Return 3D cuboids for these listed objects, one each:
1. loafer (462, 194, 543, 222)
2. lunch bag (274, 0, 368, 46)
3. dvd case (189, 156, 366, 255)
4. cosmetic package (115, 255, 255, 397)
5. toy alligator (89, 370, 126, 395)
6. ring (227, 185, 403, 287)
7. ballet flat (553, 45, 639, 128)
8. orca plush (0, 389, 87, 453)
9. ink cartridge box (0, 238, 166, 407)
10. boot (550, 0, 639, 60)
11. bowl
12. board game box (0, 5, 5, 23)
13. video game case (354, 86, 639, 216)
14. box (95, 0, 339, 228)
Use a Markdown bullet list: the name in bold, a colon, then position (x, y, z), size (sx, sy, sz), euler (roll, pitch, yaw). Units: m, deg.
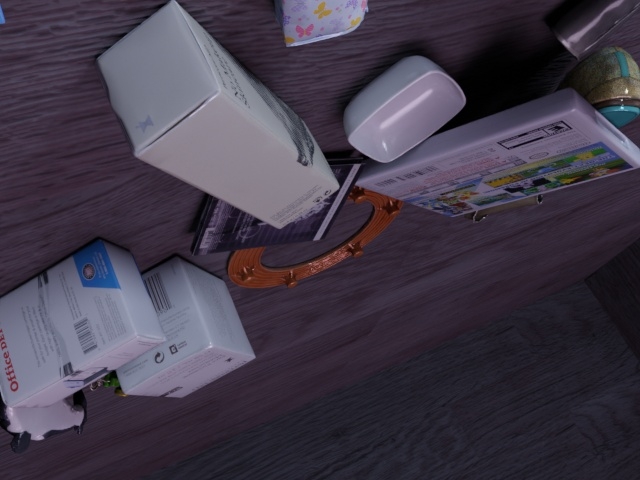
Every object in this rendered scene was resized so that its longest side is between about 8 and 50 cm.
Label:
- **loafer**: position (0.391, -0.105, 1.238), size (0.251, 0.087, 0.094), euler (-36, 158, 21)
- **lunch bag**: position (0.002, -0.218, 0.558), size (0.083, 0.053, 0.071), euler (-14, 155, -7)
- **dvd case**: position (-0.059, -0.048, 0.880), size (0.221, 0.018, 0.164), euler (-7, 143, -33)
- **cosmetic package**: position (-0.220, 0.141, 0.982), size (0.151, 0.151, 0.183), euler (-29, 159, 6)
- **toy alligator**: position (-0.389, 0.265, 1.215), size (0.051, 0.056, 0.190), euler (8, 174, 26)
- **ring**: position (0.000, 0.000, 1.091), size (0.336, 0.032, 0.336), euler (-23, 158, -10)
- **ballet flat**: position (0.370, -0.183, 0.985), size (0.123, 0.123, 0.348), euler (-22, 170, -15)
- **orca plush**: position (-0.498, 0.270, 1.091), size (0.287, 0.102, 0.151), euler (48, 59, -79)
- **ink cartridge box**: position (-0.316, 0.109, 0.808), size (0.191, 0.139, 0.082), euler (-30, 161, 8)
- **boot**: position (0.374, -0.319, 0.765), size (0.208, 0.076, 0.190), euler (-30, 158, 25)
- **bowl**: position (0.100, -0.168, 0.789), size (0.142, 0.053, 0.142), euler (-35, 158, 20)
- **board game box**: position (-0.275, -0.208, 0.208), size (0.233, 0.078, 0.347), euler (-19, 158, -21)
- **video game case**: position (0.262, -0.111, 0.936), size (0.329, 0.036, 0.300), euler (-16, 162, 38)
- **box**: position (-0.085, -0.106, 0.632), size (0.094, 0.113, 0.275), euler (-33, 160, 12)
